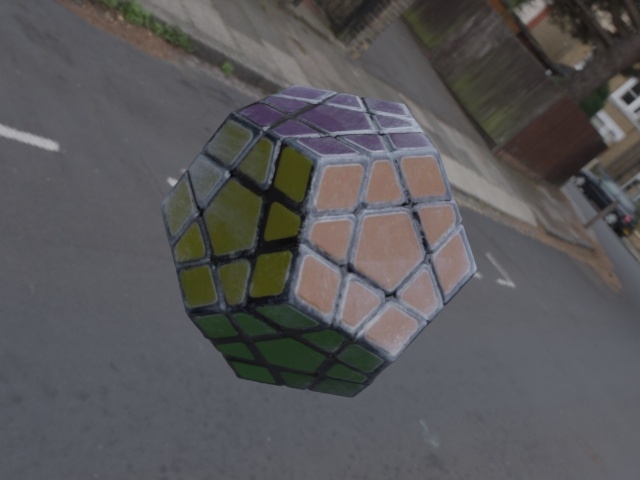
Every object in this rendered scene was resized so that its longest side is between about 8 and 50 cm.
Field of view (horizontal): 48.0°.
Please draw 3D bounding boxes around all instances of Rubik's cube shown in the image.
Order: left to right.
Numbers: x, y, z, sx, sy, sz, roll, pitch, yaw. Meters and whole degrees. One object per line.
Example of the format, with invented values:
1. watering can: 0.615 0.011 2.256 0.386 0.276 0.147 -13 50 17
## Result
1. Rubik's cube: 0.000 0.000 0.729 0.319 0.264 0.319 -20 90 -87
